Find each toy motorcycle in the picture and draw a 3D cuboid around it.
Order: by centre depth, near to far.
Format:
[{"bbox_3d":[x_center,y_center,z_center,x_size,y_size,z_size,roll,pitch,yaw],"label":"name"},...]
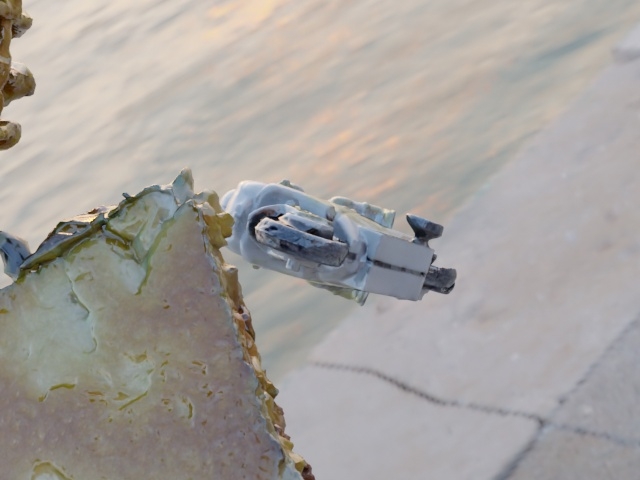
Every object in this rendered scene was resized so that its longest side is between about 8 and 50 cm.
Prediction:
[{"bbox_3d":[0.000,0.000,1.042,0.151,0.229,0.074,19,94,31],"label":"toy motorcycle"}]

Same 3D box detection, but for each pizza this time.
[{"bbox_3d":[-0.098,0.072,0.781,0.290,0.081,0.228,13,84,25],"label":"pizza"}]

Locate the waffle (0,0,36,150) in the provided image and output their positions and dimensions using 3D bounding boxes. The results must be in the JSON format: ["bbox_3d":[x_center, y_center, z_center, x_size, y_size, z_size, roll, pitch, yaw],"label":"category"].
[{"bbox_3d":[-0.241,-0.113,0.865,0.065,0.309,0.283,11,42,9],"label":"waffle"}]
